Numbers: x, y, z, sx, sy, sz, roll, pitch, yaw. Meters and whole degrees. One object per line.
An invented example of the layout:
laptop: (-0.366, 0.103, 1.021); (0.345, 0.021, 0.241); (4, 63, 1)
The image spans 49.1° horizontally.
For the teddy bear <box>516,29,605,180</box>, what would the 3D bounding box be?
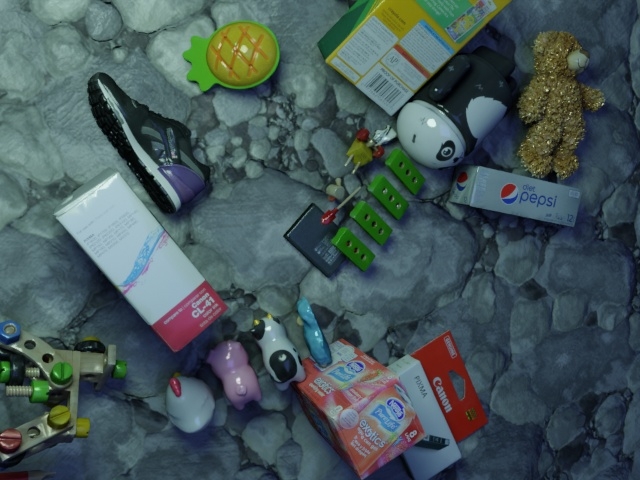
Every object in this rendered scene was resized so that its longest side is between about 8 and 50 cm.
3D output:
teddy bear: (0.541, -0.301, 1.583); (0.245, 0.113, 0.338); (18, 91, -23)

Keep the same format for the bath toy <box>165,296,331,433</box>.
bath toy: (-0.157, 0.245, 1.392); (0.348, 0.151, 0.129); (-28, 131, -8)

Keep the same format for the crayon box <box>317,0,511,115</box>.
crayon box: (0.179, -0.420, 1.349); (0.323, 0.083, 0.203); (-42, 130, 21)

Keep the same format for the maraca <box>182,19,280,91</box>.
maraca: (-0.169, -0.347, 1.328); (0.186, 0.099, 0.127); (-10, 91, 7)

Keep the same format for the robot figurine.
robot figurine: (0.287, -0.273, 1.459); (0.278, 0.173, 0.209); (-46, 110, -9)

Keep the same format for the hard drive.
hard drive: (0.000, 0.000, 1.473); (0.135, 0.022, 0.094); (44, 82, -20)

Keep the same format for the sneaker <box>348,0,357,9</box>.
sneaker: (0.199, -0.503, 1.446); (0.300, 0.111, 0.121); (-5, 74, -15)

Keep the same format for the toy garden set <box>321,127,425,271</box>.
toy garden set: (0.087, -0.092, 1.452); (0.204, 0.049, 0.244); (43, 77, -36)

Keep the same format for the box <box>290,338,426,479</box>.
box: (0.060, 0.319, 1.391); (0.154, 0.300, 0.142); (-29, 105, -15)

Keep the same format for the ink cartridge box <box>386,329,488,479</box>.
ink cartridge box: (0.259, 0.381, 1.602); (0.239, 0.060, 0.275); (-29, 106, -13)

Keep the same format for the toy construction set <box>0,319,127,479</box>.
toy construction set: (-0.473, 0.306, 1.259); (0.237, 0.257, 0.309); (7, 116, -33)

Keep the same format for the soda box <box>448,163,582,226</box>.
soda box: (0.439, -0.101, 1.579); (0.286, 0.098, 0.091); (9, 95, -20)

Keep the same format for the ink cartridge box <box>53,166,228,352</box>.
ink cartridge box: (-0.323, 0.029, 1.252); (0.131, 0.226, 0.306); (-38, 109, -12)

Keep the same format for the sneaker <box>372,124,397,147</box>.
sneaker: (0.120, -0.215, 1.488); (0.083, 0.032, 0.037); (-30, 83, -11)

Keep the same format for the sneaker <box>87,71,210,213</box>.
sneaker: (-0.314, -0.198, 1.306); (0.124, 0.107, 0.283); (-41, 113, -26)
